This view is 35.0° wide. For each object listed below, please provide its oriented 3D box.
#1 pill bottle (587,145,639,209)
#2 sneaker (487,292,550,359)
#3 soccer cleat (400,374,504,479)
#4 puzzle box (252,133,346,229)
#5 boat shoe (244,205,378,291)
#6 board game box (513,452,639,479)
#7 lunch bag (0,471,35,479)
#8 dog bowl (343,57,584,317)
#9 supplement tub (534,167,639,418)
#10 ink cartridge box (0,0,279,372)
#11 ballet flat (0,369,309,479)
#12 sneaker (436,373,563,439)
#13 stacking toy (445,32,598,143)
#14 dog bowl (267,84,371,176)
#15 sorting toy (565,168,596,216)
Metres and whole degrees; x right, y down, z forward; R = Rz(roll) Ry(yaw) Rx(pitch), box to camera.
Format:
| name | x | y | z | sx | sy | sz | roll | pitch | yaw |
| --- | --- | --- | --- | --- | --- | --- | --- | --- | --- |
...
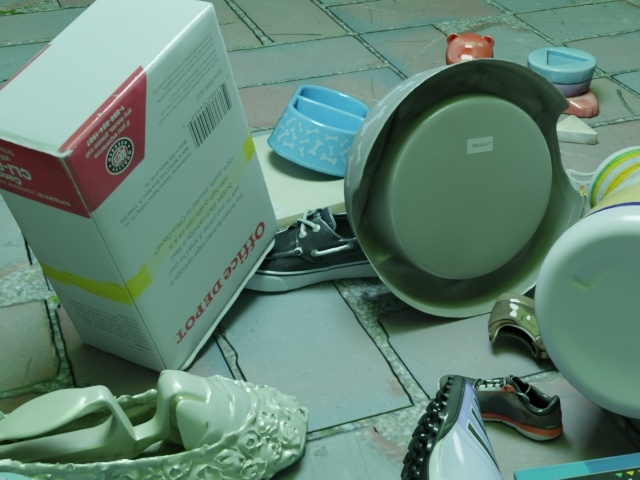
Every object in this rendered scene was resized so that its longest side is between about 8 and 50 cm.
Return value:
| name | x | y | z | sx | sy | sz | roll | pitch | yaw |
| --- | --- | --- | --- | --- | --- | --- | --- | --- | --- |
| pill bottle | 0.496 | -0.025 | 1.465 | 0.136 | 0.136 | 0.246 | -6 | 32 | -10 |
| sneaker | 0.307 | 0.130 | 1.304 | 0.188 | 0.066 | 0.071 | 18 | 62 | 21 |
| soccer cleat | 0.151 | 0.265 | 1.051 | 0.116 | 0.109 | 0.318 | 24 | 30 | -5 |
| puzzle box | -0.171 | -0.061 | 1.597 | 0.408 | 0.052 | 0.272 | -15 | 36 | -23 |
| boat shoe | 0.000 | 0.000 | 1.452 | 0.301 | 0.102 | 0.108 | -4 | 32 | -7 |
| board game box | 0.330 | 0.301 | 0.891 | 0.253 | 0.079 | 0.336 | -8 | 18 | 1 |
| lunch bag | -0.275 | 0.327 | 0.876 | 0.262 | 0.160 | 0.223 | 19 | 37 | 17 |
| dog bowl | 0.188 | -0.076 | 1.373 | 0.348 | 0.349 | 0.102 | -13 | 21 | -20 |
| supplement tub | 0.414 | 0.035 | 1.177 | 0.241 | 0.241 | 0.331 | 19 | 29 | 27 |
| ink cartridge box | -0.217 | -0.065 | 1.240 | 0.160 | 0.385 | 0.279 | 16 | 52 | 27 |
| ballet flat | -0.199 | 0.209 | 1.088 | 0.408 | 0.147 | 0.147 | -10 | 33 | -17 |
| sneaker | 0.214 | 0.179 | 1.203 | 0.157 | 0.065 | 0.061 | 15 | 35 | 22 |
| stacking toy | 0.382 | -0.297 | 1.909 | 0.308 | 0.130 | 0.279 | 0 | 32 | 0 |
| dog bowl | 0.008 | -0.193 | 1.717 | 0.165 | 0.074 | 0.297 | 19 | 20 | -1 |
| sorting toy | 0.412 | -0.079 | 1.610 | 0.083 | 0.075 | 0.045 | 5 | 32 | 8 |
